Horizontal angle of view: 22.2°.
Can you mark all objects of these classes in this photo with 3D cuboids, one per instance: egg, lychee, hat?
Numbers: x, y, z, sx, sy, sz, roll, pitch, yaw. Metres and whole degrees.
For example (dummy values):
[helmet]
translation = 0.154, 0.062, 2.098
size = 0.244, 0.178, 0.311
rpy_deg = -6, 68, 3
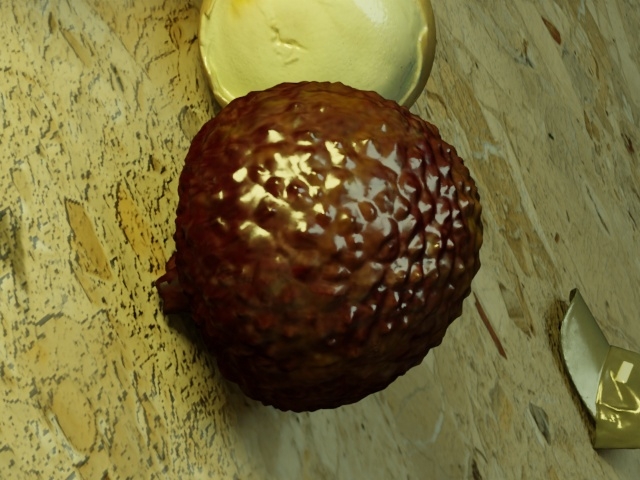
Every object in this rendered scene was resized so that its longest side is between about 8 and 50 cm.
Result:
[egg]
translation = 0.002, -0.179, 1.423
size = 0.201, 0.201, 0.244
rpy_deg = 67, 16, -1
[lychee]
translation = 0.000, 0.000, 1.240
size = 0.260, 0.260, 0.260
rpy_deg = 42, 36, -41
[hat]
translation = 0.362, 0.142, 1.936
size = 0.166, 0.144, 0.173
rpy_deg = -56, 142, -62
